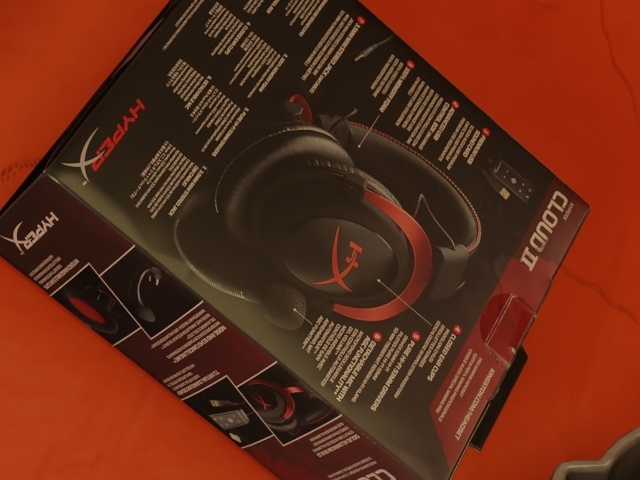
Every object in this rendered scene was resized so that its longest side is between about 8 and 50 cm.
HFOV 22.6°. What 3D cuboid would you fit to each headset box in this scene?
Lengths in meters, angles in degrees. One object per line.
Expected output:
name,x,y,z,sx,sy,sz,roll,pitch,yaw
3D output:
headset box,0.000,0.000,0.888,0.293,0.110,0.218,39,57,-12

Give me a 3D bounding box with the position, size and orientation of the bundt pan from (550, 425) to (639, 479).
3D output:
bundt pan,0.225,0.268,0.868,0.330,0.124,0.331,5,58,-8
